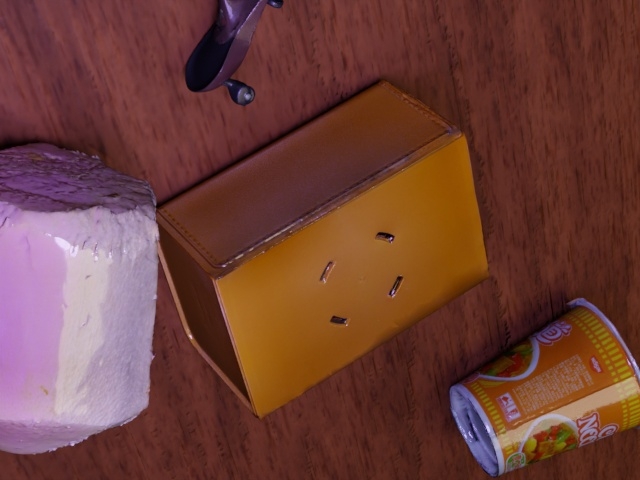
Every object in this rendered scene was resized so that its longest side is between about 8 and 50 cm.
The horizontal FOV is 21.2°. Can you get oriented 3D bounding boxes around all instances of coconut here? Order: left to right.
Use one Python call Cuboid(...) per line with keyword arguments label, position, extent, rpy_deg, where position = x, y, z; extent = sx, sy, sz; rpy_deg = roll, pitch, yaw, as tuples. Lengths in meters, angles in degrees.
Cuboid(label="coconut", position=(-0.233, 0.057, 1.402), extent=(0.233, 0.233, 0.245), rpy_deg=(-5, 115, -37))

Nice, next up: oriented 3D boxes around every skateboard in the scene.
Cuboid(label="skateboard", position=(-0.080, -0.197, 1.466), extent=(0.080, 0.067, 0.151), rpy_deg=(13, 106, -33))

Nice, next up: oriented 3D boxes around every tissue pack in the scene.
Cuboid(label="tissue pack", position=(0.000, 0.000, 1.607), extent=(0.275, 0.145, 0.194), rpy_deg=(-31, 137, -19))

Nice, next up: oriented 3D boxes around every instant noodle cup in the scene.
Cuboid(label="instant noodle cup", position=(0.252, 0.177, 1.944), extent=(0.185, 0.168, 0.168), rpy_deg=(-25, 133, -13))
